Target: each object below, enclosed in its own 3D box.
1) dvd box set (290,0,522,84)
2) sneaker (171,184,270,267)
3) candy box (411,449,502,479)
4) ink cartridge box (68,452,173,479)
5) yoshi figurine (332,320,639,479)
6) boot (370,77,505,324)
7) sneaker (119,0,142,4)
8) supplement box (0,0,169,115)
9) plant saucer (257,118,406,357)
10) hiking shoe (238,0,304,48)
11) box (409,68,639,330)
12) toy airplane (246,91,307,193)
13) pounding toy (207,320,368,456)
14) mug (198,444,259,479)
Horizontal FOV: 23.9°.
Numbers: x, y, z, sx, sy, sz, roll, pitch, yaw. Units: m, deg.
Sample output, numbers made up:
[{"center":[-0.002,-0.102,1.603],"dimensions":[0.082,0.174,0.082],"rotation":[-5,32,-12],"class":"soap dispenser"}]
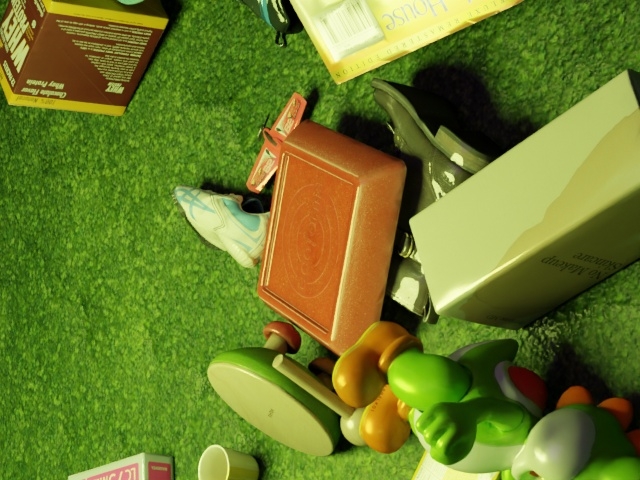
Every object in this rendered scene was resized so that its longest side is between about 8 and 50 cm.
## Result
[{"center":[0.039,-0.421,1.777],"dimensions":[0.308,0.062,0.420],"rotation":[-21,104,42],"class":"dvd box set"},{"center":[-0.126,-0.031,2.042],"dimensions":[0.086,0.085,0.237],"rotation":[-42,35,-12],"class":"sneaker"},{"center":[0.165,0.239,1.672],"dimensions":[0.105,0.027,0.206],"rotation":[36,106,45],"class":"candy box"},{"center":[-0.274,0.461,2.074],"dimensions":[0.186,0.065,0.311],"rotation":[-23,65,43],"class":"ink cartridge box"},{"center":[0.174,0.233,1.536],"dimensions":[0.362,0.203,0.203],"rotation":[22,113,34],"class":"yoshi figurine"},{"center":[0.097,-0.052,1.787],"dimensions":[0.263,0.091,0.229],"rotation":[49,121,48],"class":"boot"},{"center":[-0.174,-0.447,2.106],"dimensions":[0.319,0.127,0.208],"rotation":[-1,39,52],"class":"sneaker"},{"center":[-0.365,-0.307,2.261],"dimensions":[0.194,0.191,0.129],"rotation":[-59,43,34],"class":"supplement box"},{"center":[0.000,0.000,1.840],"dimensions":[0.259,0.048,0.258],"rotation":[31,114,58],"class":"plant saucer"},{"center":[0.004,-0.409,1.990],"dimensions":[0.132,0.113,0.304],"rotation":[48,119,22],"class":"hiking shoe"},{"center":[0.256,-0.033,1.561],"dimensions":[0.311,0.148,0.121],"rotation":[-37,55,38],"class":"box"},{"center":[-0.040,-0.117,1.996],"dimensions":[0.151,0.028,0.151],"rotation":[-14,70,46],"class":"toy airplane"},{"center":[-0.021,0.163,1.820],"dimensions":[0.110,0.183,0.237],"rotation":[-55,21,-23],"class":"pounding toy"},{"center":[-0.114,0.303,1.935],"dimensions":[0.062,0.064,0.078],"rotation":[-4,77,47],"class":"mug"}]
